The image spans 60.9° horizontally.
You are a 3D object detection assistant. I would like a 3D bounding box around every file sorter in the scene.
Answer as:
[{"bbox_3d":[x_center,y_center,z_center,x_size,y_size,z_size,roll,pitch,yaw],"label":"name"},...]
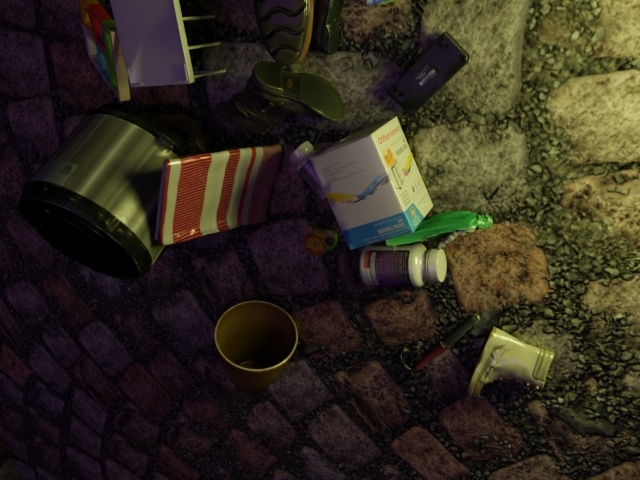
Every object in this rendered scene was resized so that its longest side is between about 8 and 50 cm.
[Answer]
[{"bbox_3d":[-0.362,-0.528,1.308,0.193,0.173,0.277,5,115,27],"label":"file sorter"}]

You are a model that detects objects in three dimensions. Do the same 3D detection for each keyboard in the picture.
[{"bbox_3d":[0.219,-0.364,1.167,0.108,0.023,0.180,44,126,-5],"label":"keyboard"}]

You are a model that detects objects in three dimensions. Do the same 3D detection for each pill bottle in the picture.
[{"bbox_3d":[0.203,0.060,1.330,0.194,0.108,0.108,-1,113,29],"label":"pill bottle"},{"bbox_3d":[-0.010,-0.175,1.349,0.137,0.078,0.078,49,126,-1],"label":"pill bottle"}]

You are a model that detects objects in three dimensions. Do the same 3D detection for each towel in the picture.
[{"bbox_3d":[-0.249,-0.117,1.362,0.037,0.329,0.237,41,130,32],"label":"towel"}]

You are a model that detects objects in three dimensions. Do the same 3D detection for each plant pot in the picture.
[{"bbox_3d":[-0.202,0.350,1.642,0.237,0.237,0.254,28,138,14],"label":"plant pot"}]

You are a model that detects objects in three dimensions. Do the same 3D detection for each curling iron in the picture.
[{"bbox_3d":[0.308,0.266,1.418,0.068,0.035,0.274,47,127,0],"label":"curling iron"}]

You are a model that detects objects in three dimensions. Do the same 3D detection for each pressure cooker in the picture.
[{"bbox_3d":[-0.517,-0.153,1.448,0.370,0.420,0.375,31,150,-11],"label":"pressure cooker"}]

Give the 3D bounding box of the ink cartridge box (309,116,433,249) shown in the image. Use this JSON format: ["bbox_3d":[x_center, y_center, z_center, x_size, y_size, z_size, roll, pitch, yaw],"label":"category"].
[{"bbox_3d":[0.120,-0.132,1.241,0.168,0.171,0.232,-17,105,33],"label":"ink cartridge box"}]

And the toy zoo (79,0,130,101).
[{"bbox_3d":[-0.581,-0.527,1.441,0.293,0.030,0.192,50,146,31],"label":"toy zoo"}]

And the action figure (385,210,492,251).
[{"bbox_3d":[0.277,-0.024,1.253,0.232,0.137,0.063,-11,113,23],"label":"action figure"}]

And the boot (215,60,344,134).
[{"bbox_3d":[-0.099,-0.318,1.310,0.263,0.091,0.229,20,156,-22],"label":"boot"}]

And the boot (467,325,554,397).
[{"bbox_3d":[0.464,0.330,1.341,0.165,0.077,0.213,21,119,16],"label":"boot"}]

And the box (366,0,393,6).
[{"bbox_3d":[0.169,-0.546,1.090,0.178,0.042,0.109,-4,111,30],"label":"box"}]

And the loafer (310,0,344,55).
[{"bbox_3d":[0.010,-0.498,1.192,0.061,0.062,0.170,23,121,23],"label":"loafer"}]

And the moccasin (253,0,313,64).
[{"bbox_3d":[-0.083,-0.577,1.166,0.139,0.147,0.380,-7,107,16],"label":"moccasin"}]

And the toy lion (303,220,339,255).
[{"bbox_3d":[0.000,0.000,1.461,0.100,0.034,0.096,11,125,23],"label":"toy lion"}]
